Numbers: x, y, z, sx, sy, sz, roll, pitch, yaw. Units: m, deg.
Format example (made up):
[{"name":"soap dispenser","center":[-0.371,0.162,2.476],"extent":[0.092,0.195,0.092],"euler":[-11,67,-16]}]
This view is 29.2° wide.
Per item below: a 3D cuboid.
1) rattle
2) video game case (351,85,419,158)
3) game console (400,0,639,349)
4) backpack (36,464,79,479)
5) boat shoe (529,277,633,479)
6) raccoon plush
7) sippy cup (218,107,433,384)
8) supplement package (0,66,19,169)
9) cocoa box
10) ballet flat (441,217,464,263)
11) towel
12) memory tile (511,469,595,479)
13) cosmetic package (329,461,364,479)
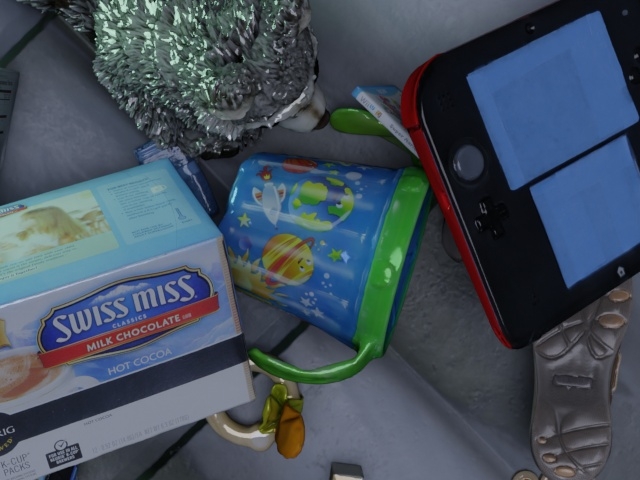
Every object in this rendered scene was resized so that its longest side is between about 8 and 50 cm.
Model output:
[{"name":"rattle","center":[-0.116,0.187,1.515],"extent":[0.130,0.143,0.200],"euler":[-40,102,21]},{"name":"video game case","center":[0.121,-0.127,1.473],"extent":[0.166,0.119,0.015],"euler":[45,113,14]},{"name":"game console","center":[0.292,-0.102,1.447],"extent":[0.386,0.060,0.342],"euler":[-27,96,-29]},{"name":"backpack","center":[-0.371,0.272,1.516],"extent":[0.158,0.117,0.173],"euler":[18,100,-2]},{"name":"boat shoe","center":[0.318,0.146,1.535],"extent":[0.123,0.116,0.324],"euler":[11,76,13]},{"name":"raccoon plush","center":[-0.196,-0.228,1.372],"extent":[0.446,0.299,0.216],"euler":[16,86,-3]},{"name":"sippy cup","center":[0.000,0.000,1.463],"extent":[0.224,0.305,0.240],"euler":[15,124,8]},{"name":"supplement package","center":[-0.462,-0.101,1.473],"extent":[0.139,0.134,0.244],"euler":[12,95,-3]},{"name":"cocoa box","center":[-0.279,0.088,1.374],"extent":[0.347,0.231,0.228],"euler":[-18,122,-15]},{"name":"ballet flat","center":[0.209,-0.091,1.539],"extent":[0.084,0.058,0.250],"euler":[14,90,19]},{"name":"towel","center":[-0.179,-0.075,1.537],"extent":[0.067,0.029,0.119],"euler":[-26,95,1]},{"name":"memory tile","center":[0.305,0.371,1.605],"extent":[0.113,0.012,0.148],"euler":[-1,95,-2]},{"name":"cosmetic package","center":[0.027,0.348,1.571],"extent":[0.041,0.060,0.115],"euler":[8,94,-2]}]
